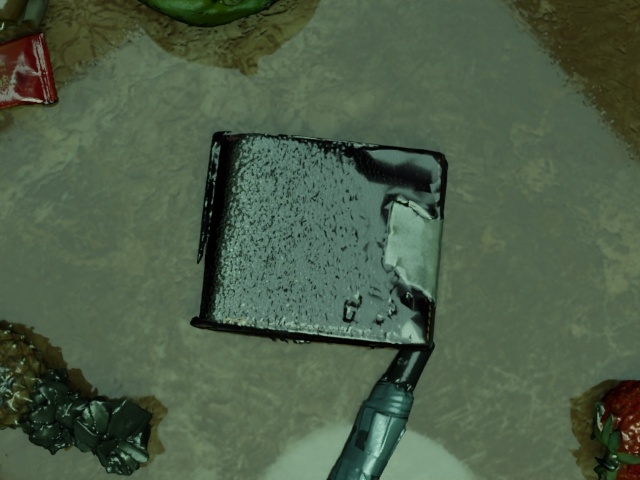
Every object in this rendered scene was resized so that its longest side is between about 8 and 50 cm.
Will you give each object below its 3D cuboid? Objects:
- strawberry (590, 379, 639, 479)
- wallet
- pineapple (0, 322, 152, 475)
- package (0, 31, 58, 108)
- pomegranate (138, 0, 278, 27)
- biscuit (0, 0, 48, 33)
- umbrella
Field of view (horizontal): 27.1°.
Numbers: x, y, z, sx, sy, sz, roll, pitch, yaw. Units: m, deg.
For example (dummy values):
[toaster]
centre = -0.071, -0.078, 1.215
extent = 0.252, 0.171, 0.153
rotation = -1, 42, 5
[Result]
[strawberry]
centre = 0.359, 0.212, 1.393
extent = 0.148, 0.131, 0.131
rotation = 1, 85, 8
[wallet]
centre = 0.000, 0.000, 1.428
extent = 0.262, 0.071, 0.221
rotation = 6, 79, 2
[pineapple]
centre = -0.283, 0.173, 1.400
extent = 0.237, 0.119, 0.111
rotation = 26, 98, 1
[package]
centre = -0.398, -0.172, 1.480
extent = 0.200, 0.022, 0.083
rotation = -12, 85, -3
[pomegranate]
centre = -0.114, -0.367, 1.404
extent = 0.222, 0.204, 0.277
rotation = 0, 87, -19
[biscuit]
centre = -0.482, -0.348, 1.452
extent = 0.366, 0.115, 0.268
rotation = 0, 84, -1
[umbrella]
centre = 0.057, 0.214, 1.426
extent = 0.052, 0.053, 0.250
rotation = 27, 84, -3
